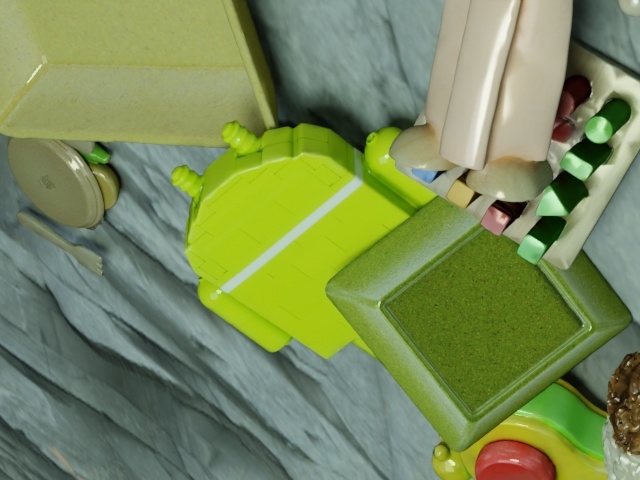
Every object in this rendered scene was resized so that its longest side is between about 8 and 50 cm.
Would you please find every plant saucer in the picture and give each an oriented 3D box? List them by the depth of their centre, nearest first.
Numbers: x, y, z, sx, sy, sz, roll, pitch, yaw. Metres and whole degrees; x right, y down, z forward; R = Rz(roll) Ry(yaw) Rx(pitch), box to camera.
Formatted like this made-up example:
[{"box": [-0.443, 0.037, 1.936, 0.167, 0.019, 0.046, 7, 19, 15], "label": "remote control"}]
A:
[{"box": [0.132, 0.056, 1.483, 0.188, 0.045, 0.188, -38, 102, 4], "label": "plant saucer"}, {"box": [-0.195, -0.240, 1.533, 0.333, 0.081, 0.333, 5, 128, 35], "label": "plant saucer"}]

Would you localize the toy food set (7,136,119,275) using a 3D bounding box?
[{"box": [-0.247, -0.064, 1.765, 0.132, 0.038, 0.192, 31, 144, 21], "label": "toy food set"}]

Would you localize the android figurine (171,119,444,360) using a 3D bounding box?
[{"box": [0.000, 0.000, 1.535, 0.273, 0.056, 0.248, 35, 122, -25], "label": "android figurine"}]

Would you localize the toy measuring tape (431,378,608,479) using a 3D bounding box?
[{"box": [0.225, 0.153, 1.544, 0.330, 0.121, 0.121, -17, 114, 35], "label": "toy measuring tape"}]

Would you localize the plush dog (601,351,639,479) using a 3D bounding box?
[{"box": [0.290, 0.110, 1.327, 0.211, 0.225, 0.262, 15, 147, 53], "label": "plush dog"}]

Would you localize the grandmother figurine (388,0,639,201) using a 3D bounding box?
[{"box": [0.137, -0.201, 1.247, 0.208, 0.104, 0.342, 17, 117, 23], "label": "grandmother figurine"}]

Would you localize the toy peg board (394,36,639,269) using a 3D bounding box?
[{"box": [0.149, -0.075, 1.377, 0.161, 0.079, 0.161, 32, 114, 10], "label": "toy peg board"}]
